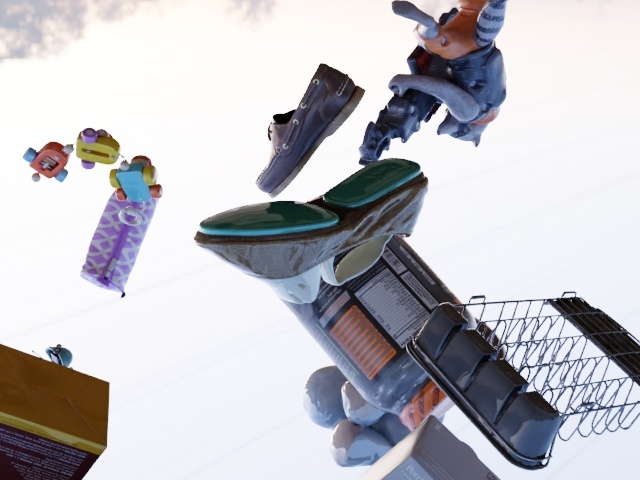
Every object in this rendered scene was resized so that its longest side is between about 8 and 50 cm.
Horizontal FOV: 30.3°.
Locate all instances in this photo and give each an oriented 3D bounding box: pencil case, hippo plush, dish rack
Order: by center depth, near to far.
[{"bbox_3d":[0.254,0.137,1.280,0.271,0.074,0.208,-2,-143,-38],"label":"dish rack"},{"bbox_3d":[-0.337,-0.012,1.993,0.086,0.206,0.088,19,168,-5],"label":"pencil case"},{"bbox_3d":[0.105,0.282,2.061,0.294,0.234,0.236,30,179,-33],"label":"hippo plush"}]

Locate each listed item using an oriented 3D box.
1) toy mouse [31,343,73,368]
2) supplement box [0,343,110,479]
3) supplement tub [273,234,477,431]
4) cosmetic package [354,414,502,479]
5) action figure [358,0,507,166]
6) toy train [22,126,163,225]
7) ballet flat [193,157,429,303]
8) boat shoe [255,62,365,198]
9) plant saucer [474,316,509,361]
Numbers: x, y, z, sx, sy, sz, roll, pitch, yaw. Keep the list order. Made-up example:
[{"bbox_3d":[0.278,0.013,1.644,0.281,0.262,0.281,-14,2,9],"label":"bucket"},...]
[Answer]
[{"bbox_3d":[-0.440,0.234,2.060,0.031,0.161,0.143,-22,169,-34],"label":"toy mouse"},{"bbox_3d":[-0.430,0.277,1.685,0.191,0.194,0.129,24,-149,-24],"label":"supplement box"},{"bbox_3d":[0.090,0.110,1.779,0.338,0.207,0.207,49,-146,16],"label":"supplement tub"},{"bbox_3d":[0.094,0.334,1.427,0.127,0.238,0.107,42,-146,0],"label":"cosmetic package"},{"bbox_3d":[0.191,-0.243,1.727,0.178,0.330,0.341,21,-116,25],"label":"action figure"},{"bbox_3d":[-0.274,-0.090,1.459,0.166,0.125,0.046,31,-135,-22],"label":"toy train"},{"bbox_3d":[0.000,0.000,1.372,0.116,0.124,0.342,17,-152,39],"label":"ballet flat"},{"bbox_3d":[-0.029,-0.140,1.490,0.073,0.207,0.073,31,-146,-14],"label":"boat shoe"},{"bbox_3d":[0.277,0.218,2.267,0.198,0.036,0.199,8,-124,-13],"label":"plant saucer"}]
